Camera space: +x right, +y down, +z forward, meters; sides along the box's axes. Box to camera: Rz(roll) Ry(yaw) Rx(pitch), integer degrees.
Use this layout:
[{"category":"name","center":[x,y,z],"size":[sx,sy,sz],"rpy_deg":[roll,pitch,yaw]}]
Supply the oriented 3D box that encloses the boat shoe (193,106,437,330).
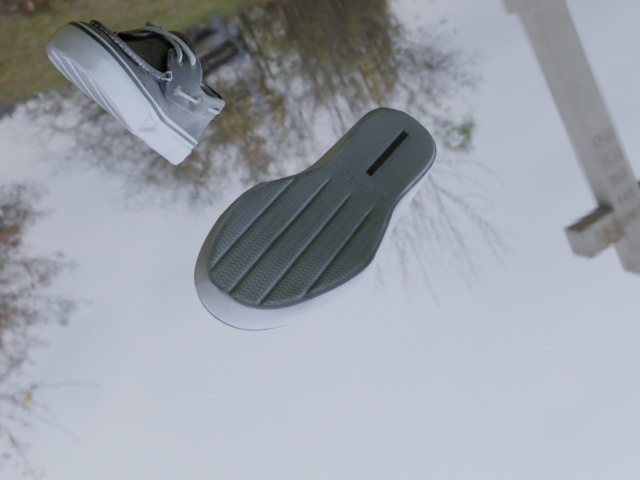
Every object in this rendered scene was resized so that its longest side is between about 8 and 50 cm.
[{"category":"boat shoe","center":[0.000,0.000,0.671],"size":[0.226,0.083,0.076],"rpy_deg":[-38,164,-47]}]

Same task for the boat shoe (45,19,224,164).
[{"category":"boat shoe","center":[-0.192,-0.183,1.231],"size":[0.119,0.121,0.335],"rpy_deg":[-50,169,-1]}]
